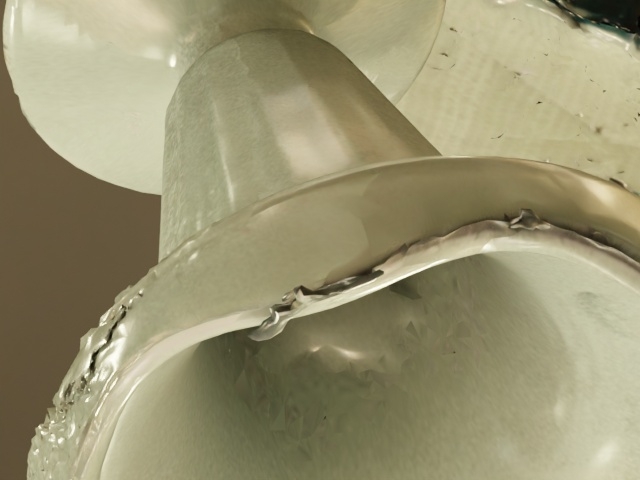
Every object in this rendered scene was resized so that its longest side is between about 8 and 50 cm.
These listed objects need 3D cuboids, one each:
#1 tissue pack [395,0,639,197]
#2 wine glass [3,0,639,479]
[{"bbox_3d":[0.159,-0.193,0.905,0.253,0.264,0.417,23,-115,2],"label":"tissue pack"},{"bbox_3d":[0.000,0.000,0.491,0.165,0.165,0.196,10,-143,-24],"label":"wine glass"}]
